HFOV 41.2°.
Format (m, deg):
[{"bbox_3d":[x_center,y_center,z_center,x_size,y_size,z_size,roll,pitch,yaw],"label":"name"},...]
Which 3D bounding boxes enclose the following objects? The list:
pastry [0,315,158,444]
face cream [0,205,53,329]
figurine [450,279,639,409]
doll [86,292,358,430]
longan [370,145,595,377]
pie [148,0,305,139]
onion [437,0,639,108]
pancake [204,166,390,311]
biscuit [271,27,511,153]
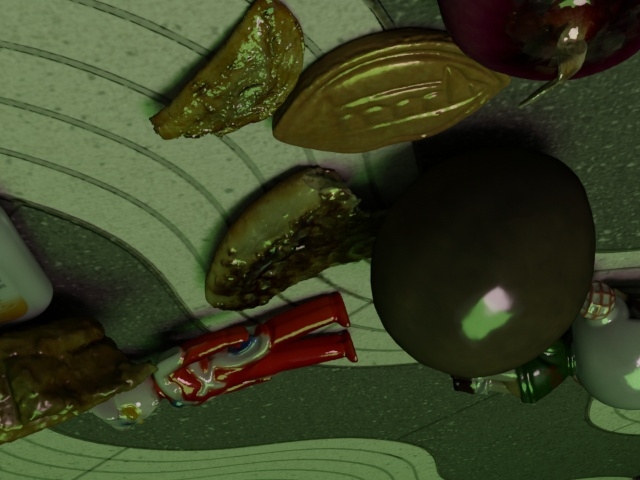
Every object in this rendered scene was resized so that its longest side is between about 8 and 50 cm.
[{"bbox_3d":[-0.346,0.153,0.959,0.235,0.132,0.240,-23,178,44],"label":"pastry"},{"bbox_3d":[-0.361,0.001,0.813,0.143,0.071,0.291,-9,149,-5],"label":"face cream"},{"bbox_3d":[0.372,0.163,1.229,0.369,0.167,0.281,-6,146,11],"label":"figurine"},{"bbox_3d":[-0.141,0.169,1.150,0.383,0.099,0.188,-15,150,2],"label":"doll"},{"bbox_3d":[0.167,0.019,0.865,0.248,0.248,0.248,-8,149,-5],"label":"longan"},{"bbox_3d":[-0.070,-0.132,0.720,0.170,0.034,0.092,-37,139,28],"label":"pie"},{"bbox_3d":[0.166,-0.189,0.587,0.177,0.153,0.177,-8,126,-12],"label":"onion"},{"bbox_3d":[0.000,0.000,0.964,0.244,0.057,0.266,-6,155,-24],"label":"pancake"},{"bbox_3d":[0.062,-0.130,0.766,0.220,0.029,0.142,-11,149,1],"label":"biscuit"}]
